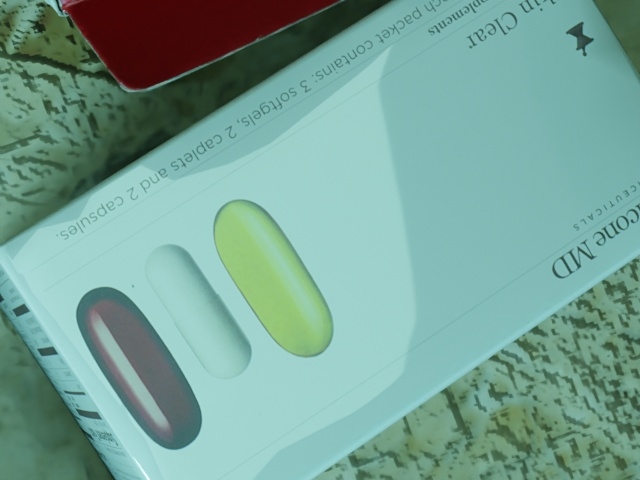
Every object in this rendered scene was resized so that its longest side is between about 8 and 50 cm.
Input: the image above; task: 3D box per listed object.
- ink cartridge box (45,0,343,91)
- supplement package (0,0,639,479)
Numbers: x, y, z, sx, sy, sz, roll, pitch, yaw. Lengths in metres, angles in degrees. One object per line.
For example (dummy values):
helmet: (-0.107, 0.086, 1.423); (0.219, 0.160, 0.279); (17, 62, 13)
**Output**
ink cartridge box: (-0.017, -0.240, 0.754); (0.309, 0.130, 0.272); (-28, 50, -12)
supplement package: (0.000, 0.000, 0.776); (0.262, 0.204, 0.145); (-34, 94, -12)
